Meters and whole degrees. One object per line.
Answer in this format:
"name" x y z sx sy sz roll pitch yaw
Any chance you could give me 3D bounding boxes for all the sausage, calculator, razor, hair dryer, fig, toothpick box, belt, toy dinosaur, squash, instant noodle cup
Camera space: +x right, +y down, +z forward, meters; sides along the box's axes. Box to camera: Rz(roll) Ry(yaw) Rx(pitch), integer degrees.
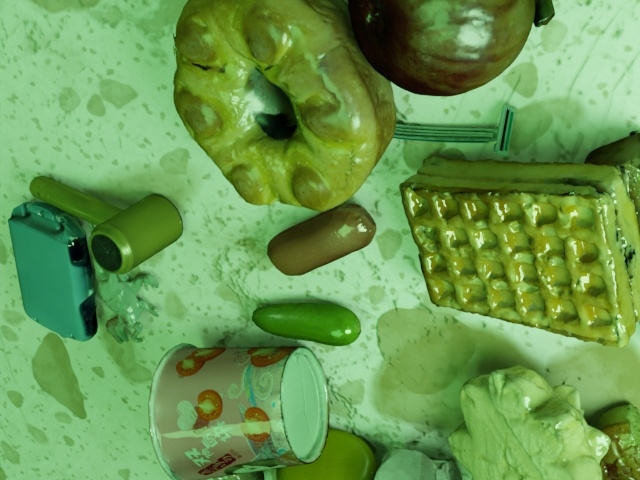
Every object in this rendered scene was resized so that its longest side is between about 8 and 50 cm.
"sausage" 0.000 0.000 1.321 0.194 0.077 0.077 -25 107 35
"calculator" -0.478 0.063 1.589 0.173 0.051 0.293 20 127 23
"razor" 0.163 -0.144 1.175 0.191 0.068 0.037 4 162 29
"hair dryer" -0.376 -0.040 1.447 0.279 0.135 0.090 22 127 24
"fig" 0.137 -0.280 1.006 0.235 0.214 0.235 34 157 17
"toothpick box" 0.017 0.483 1.559 0.175 0.175 0.271 10 127 19
"belt" 0.163 0.489 1.456 0.115 0.227 0.324 2 122 22
"toy dinosaur" -0.369 0.077 1.555 0.167 0.053 0.242 -16 116 37
"squash" -0.024 0.132 1.424 0.201 0.066 0.066 4 122 31
"instant noodle cup" -0.125 0.283 1.466 0.231 0.243 0.243 -8 116 23

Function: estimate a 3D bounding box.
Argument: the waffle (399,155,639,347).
"waffle" 0.254 0.003 1.132 0.308 0.091 0.213 8 125 45

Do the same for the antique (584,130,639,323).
"antique" 0.428 0.017 1.121 0.093 0.087 0.310 -19 111 35

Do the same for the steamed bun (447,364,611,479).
"steamed bun" 0.313 0.320 1.299 0.292 0.137 0.295 -13 90 62

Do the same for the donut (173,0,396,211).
"donut" -0.047 -0.192 1.152 0.299 0.150 0.317 21 131 24

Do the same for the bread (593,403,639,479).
"bread" 0.462 0.324 1.298 0.156 0.086 0.125 38 131 1

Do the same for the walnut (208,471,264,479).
"walnut" -0.183 0.436 1.646 0.162 0.140 0.140 51 128 2
